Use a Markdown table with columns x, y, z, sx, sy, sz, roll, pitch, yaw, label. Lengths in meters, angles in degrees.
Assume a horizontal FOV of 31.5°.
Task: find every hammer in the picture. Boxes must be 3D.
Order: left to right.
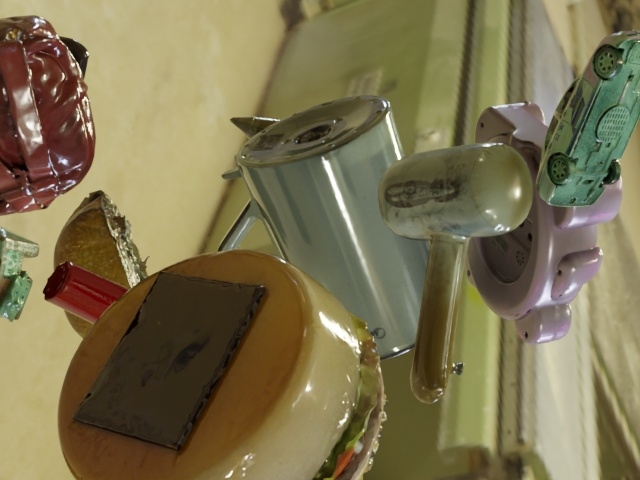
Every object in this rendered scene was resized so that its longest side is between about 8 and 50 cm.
| x | y | z | sx | sy | sz | roll | pitch | yaw | label |
| --- | --- | --- | --- | --- | --- | --- | --- | --- | --- |
| 0.148 | 0.040 | 1.339 | 0.113 | 0.202 | 0.305 | 11 | 81 | -34 | hammer |

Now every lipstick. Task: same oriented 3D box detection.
| x | y | z | sx | sy | sz | roll | pitch | yaw | label |
| --- | --- | --- | --- | --- | --- | --- | --- | --- | --- |
| -0.257 | 0.113 | 1.616 | 0.279 | 0.073 | 0.073 | 30 | 42 | -30 | lipstick |

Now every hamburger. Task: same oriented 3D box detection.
| x | y | z | sx | sy | sz | roll | pitch | yaw | label |
| --- | --- | --- | --- | --- | --- | --- | --- | --- | --- |
| -0.370 | 0.063 | 1.920 | 0.283 | 0.156 | 0.144 | 69 | 16 | 1 | hamburger |
| -0.084 | 0.153 | 1.000 | 0.176 | 0.300 | 0.300 | 54 | 28 | -44 | hamburger |

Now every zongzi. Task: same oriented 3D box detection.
| x | y | z | sx | sy | sz | roll | pitch | yaw | label |
| --- | --- | --- | --- | --- | --- | --- | --- | --- | --- |
| -0.099 | -0.151 | 2.136 | 0.081 | 0.178 | 0.189 | -101 | -159 | -47 | zongzi |

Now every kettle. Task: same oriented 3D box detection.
| x | y | z | sx | sy | sz | roll | pitch | yaw | label |
| --- | --- | --- | --- | --- | --- | --- | --- | --- | --- |
| 0.000 | 0.000 | 1.829 | 0.250 | 0.361 | 0.377 | -70 | 141 | -62 | kettle |

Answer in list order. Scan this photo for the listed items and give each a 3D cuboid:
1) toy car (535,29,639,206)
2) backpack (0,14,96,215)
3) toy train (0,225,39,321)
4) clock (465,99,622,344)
| x | y | z | sx | sy | sz | roll | pitch | yaw | label |
| --- | --- | --- | --- | --- | --- | --- | --- | --- | --- |
| 0.320 | -0.144 | 1.319 | 0.090 | 0.224 | 0.076 | 0 | 32 | -33 | toy car |
| -0.349 | -0.131 | 1.253 | 0.229 | 0.229 | 0.139 | 62 | -1 | -25 | backpack |
| -0.580 | 0.014 | 1.686 | 0.129 | 0.326 | 0.159 | 32 | 79 | -75 | toy train |
| 0.325 | -0.026 | 1.764 | 0.295 | 0.113 | 0.322 | -128 | -144 | -53 | clock |
